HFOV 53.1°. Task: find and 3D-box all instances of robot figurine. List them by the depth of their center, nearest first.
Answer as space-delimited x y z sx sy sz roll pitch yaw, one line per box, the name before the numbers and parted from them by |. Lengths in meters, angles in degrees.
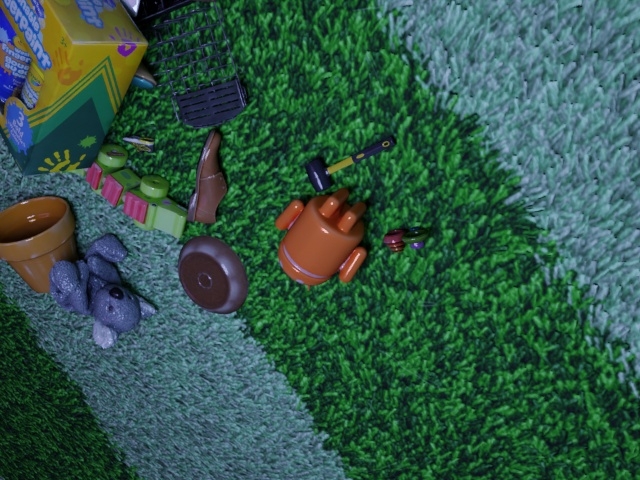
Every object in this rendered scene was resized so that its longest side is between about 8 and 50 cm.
robot figurine | 0.001 0.002 1.234 0.158 0.128 0.219 17 129 -28

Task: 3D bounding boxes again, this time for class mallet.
mallet | 0.051 -0.158 1.200 0.190 0.039 0.062 -30 91 30

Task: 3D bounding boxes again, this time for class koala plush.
koala plush | -0.522 0.143 1.562 0.221 0.196 0.203 41 135 8

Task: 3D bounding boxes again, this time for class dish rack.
dish rack | -0.260 -0.354 1.256 0.208 0.074 0.271 -4 109 37

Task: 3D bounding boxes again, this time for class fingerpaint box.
fingerpaint box | -0.575 -0.418 1.283 0.371 0.163 0.444 -46 71 40

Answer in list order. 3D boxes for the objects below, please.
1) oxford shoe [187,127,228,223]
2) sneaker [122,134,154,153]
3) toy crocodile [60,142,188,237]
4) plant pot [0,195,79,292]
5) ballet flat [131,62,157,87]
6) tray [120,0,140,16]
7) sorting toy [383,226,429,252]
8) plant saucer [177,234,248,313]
oxford shoe | -0.229 -0.134 1.355 0.076 0.076 0.212 11 117 -8
sneaker | -0.408 -0.214 1.431 0.083 0.031 0.035 14 117 24
toy crocodile | -0.442 -0.115 1.447 0.340 0.105 0.115 35 123 12
plant pot | -0.699 0.022 1.608 0.205 0.205 0.188 9 130 26
ballet flat | -0.438 -0.378 1.357 0.232 0.080 0.073 15 83 22
tray | -0.432 -0.547 1.256 0.270 0.030 0.145 33 115 32
sorting toy | 0.164 0.004 1.185 0.102 0.061 0.042 5 115 53
plant saucer | -0.257 0.087 1.471 0.199 0.036 0.198 12 116 25
